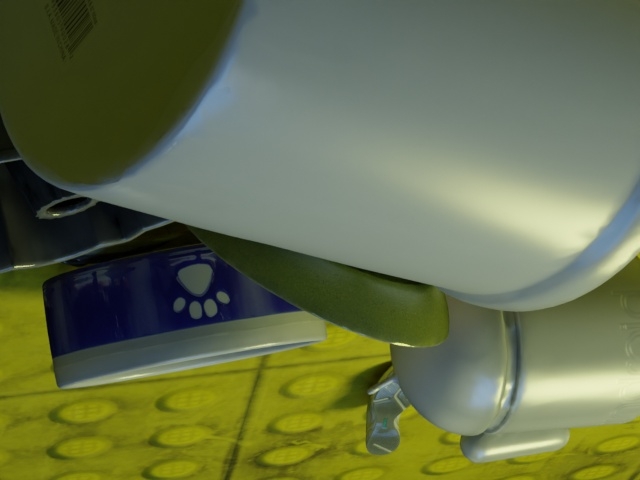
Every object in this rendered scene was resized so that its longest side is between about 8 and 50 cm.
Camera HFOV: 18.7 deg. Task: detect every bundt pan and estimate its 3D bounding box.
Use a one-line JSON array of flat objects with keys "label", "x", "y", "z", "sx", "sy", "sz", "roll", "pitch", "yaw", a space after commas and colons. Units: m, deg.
[{"label": "bundt pan", "x": -0.216, "y": -0.081, "z": 1.525, "sx": 0.331, "sy": 0.124, "sz": 0.331, "roll": -18, "pitch": 167, "yaw": -4}]

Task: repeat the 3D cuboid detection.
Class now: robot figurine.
[{"label": "robot figurine", "x": 0.225, "y": 0.103, "z": 2.070, "sx": 0.353, "sy": 0.200, "sz": 0.300, "roll": -3, "pitch": 114, "yaw": -18}]

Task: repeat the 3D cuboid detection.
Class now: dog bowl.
[{"label": "dog bowl", "x": -0.132, "y": 0.069, "z": 1.867, "sx": 0.265, "sy": 0.104, "sz": 0.265, "roll": -11, "pitch": 175, "yaw": -1}]

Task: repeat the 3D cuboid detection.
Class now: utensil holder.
[{"label": "utensil holder", "x": 0.022, "y": -0.144, "z": 1.304, "sx": 0.385, "sy": 0.327, "sz": 0.327, "roll": 14, "pitch": 146, "yaw": -39}]

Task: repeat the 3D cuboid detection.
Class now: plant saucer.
[{"label": "plant saucer", "x": 0.000, "y": 0.000, "z": 1.479, "sx": 0.241, "sy": 0.241, "sz": 0.037, "roll": 13, "pitch": 112, "yaw": -42}]

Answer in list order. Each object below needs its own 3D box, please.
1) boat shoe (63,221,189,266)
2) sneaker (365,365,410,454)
[{"label": "boat shoe", "x": -0.227, "y": -0.009, "z": 1.781, "sx": 0.223, "sy": 0.080, "sz": 0.073, "roll": -5, "pitch": 150, "yaw": -24}, {"label": "sneaker", "x": 0.081, "y": 0.197, "z": 2.402, "sx": 0.054, "sy": 0.061, "sz": 0.152, "roll": 4, "pitch": 134, "yaw": -14}]
